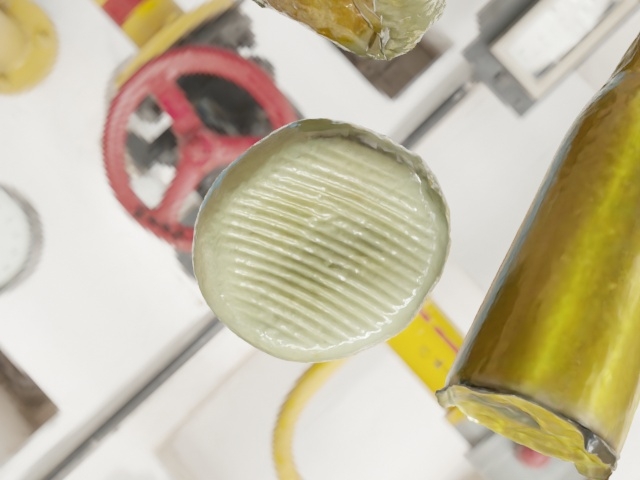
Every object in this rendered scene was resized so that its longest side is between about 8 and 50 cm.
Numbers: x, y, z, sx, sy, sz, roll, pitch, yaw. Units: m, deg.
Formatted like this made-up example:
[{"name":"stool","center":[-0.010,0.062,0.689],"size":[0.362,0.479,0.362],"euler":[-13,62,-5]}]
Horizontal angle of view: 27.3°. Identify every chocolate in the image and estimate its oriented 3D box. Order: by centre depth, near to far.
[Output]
[{"name":"chocolate","center":[0.265,-0.021,1.138],"size":[0.445,0.162,0.162],"euler":[-62,-178,-19]}]

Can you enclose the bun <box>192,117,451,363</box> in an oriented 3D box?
[{"name":"bun","center":[0.000,0.000,1.132],"size":[0.222,0.222,0.127],"euler":[-43,-175,-4]}]

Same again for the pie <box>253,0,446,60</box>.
[{"name":"pie","center":[-0.041,-0.244,0.839],"size":[0.077,0.339,0.339],"euler":[-44,176,-11]}]
